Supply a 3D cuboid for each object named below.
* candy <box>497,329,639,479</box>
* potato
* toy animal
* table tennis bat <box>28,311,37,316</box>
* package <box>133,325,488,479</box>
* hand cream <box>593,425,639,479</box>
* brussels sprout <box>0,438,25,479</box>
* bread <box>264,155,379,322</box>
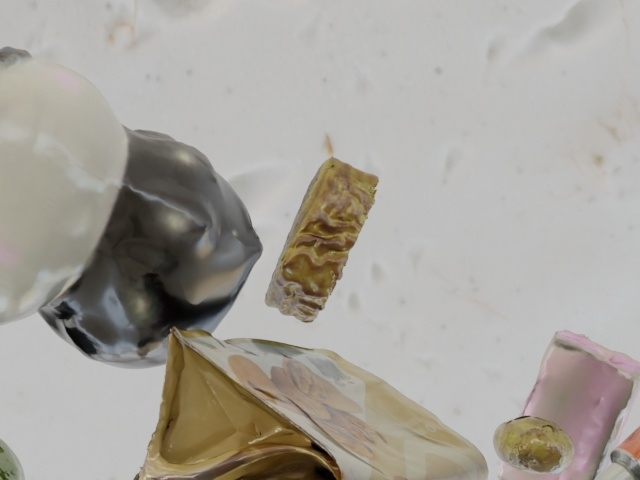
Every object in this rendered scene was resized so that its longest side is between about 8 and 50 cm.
[{"bbox_3d":[0.393,0.287,1.875,0.155,0.116,0.265,25,107,23],"label":"candy"},{"bbox_3d":[0.291,0.282,1.640,0.107,0.170,0.080,20,81,9],"label":"potato"},{"bbox_3d":[-0.230,-0.033,1.093,0.251,0.251,0.310,-40,137,16],"label":"toy animal"},{"bbox_3d":[-0.333,0.044,1.365,0.321,0.050,0.198,1,146,-36],"label":"table tennis bat"},{"bbox_3d":[-0.018,0.207,1.066,0.165,0.221,0.311,-60,154,8],"label":"package"},{"bbox_3d":[0.267,0.118,0.832,0.216,0.038,0.052,-31,114,-22],"label":"hand cream"},{"bbox_3d":[-0.460,0.316,1.287,0.328,0.328,0.247,10,137,-18],"label":"brussels sprout"},{"bbox_3d":[0.000,0.000,1.740,0.096,0.222,0.181,24,157,-2],"label":"bread"}]
